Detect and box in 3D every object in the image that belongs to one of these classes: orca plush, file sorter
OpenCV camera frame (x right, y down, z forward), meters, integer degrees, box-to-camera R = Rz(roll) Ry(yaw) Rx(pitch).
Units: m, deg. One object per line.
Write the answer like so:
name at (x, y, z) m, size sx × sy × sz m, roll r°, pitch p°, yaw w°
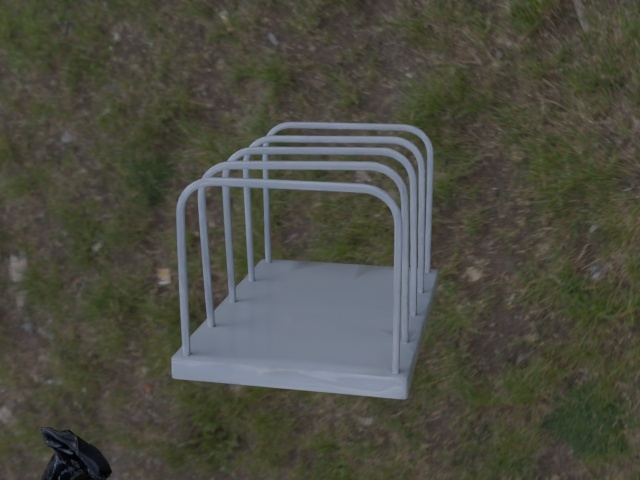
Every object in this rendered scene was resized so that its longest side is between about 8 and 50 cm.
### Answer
orca plush at (-0.227, 0.309, 0.916) m, size 0.151 × 0.102 × 0.287 m, roll 14°, pitch 137°, yaw -4°
file sorter at (0.000, 0.000, 0.826) m, size 0.192 × 0.278 × 0.173 m, roll 3°, pitch 107°, yaw 12°
